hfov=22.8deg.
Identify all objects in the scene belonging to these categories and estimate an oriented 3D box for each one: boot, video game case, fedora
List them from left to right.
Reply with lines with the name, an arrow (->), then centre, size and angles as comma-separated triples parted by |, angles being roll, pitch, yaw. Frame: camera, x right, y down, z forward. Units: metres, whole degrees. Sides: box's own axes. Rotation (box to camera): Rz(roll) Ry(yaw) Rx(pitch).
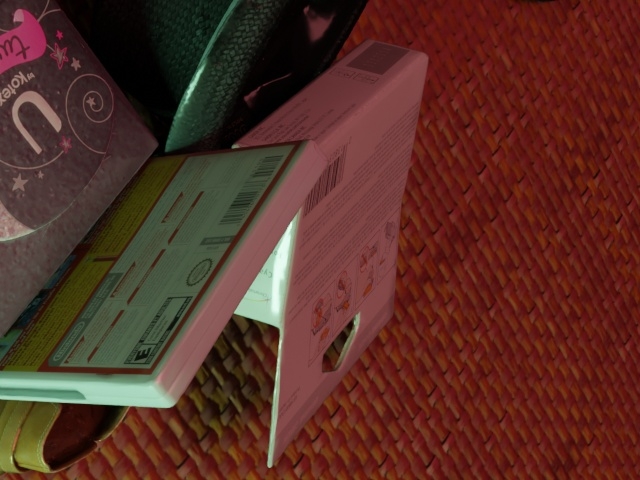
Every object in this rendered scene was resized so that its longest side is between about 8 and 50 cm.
boot -> -0.179, 0.091, 1.107 | 0.073, 0.152, 0.197 | 53, 53, -29
video game case -> -0.146, 0.021, 1.050 | 0.025, 0.285, 0.204 | 52, 54, -31
fedora -> -0.067, -0.195, 1.204 | 0.152, 0.334, 0.334 | 31, 57, 7

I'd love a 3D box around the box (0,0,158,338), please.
box -> -0.254, -0.038, 1.046 | 0.163, 0.142, 0.247 | 55, 52, -28

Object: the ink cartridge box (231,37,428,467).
ink cartridge box -> 0.000, 0.000, 1.300 | 0.296, 0.066, 0.261 | -45, 147, -59

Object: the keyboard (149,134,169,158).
keyboard -> -0.113, -0.039, 1.279 | 0.180, 0.023, 0.108 | -29, 114, -44
